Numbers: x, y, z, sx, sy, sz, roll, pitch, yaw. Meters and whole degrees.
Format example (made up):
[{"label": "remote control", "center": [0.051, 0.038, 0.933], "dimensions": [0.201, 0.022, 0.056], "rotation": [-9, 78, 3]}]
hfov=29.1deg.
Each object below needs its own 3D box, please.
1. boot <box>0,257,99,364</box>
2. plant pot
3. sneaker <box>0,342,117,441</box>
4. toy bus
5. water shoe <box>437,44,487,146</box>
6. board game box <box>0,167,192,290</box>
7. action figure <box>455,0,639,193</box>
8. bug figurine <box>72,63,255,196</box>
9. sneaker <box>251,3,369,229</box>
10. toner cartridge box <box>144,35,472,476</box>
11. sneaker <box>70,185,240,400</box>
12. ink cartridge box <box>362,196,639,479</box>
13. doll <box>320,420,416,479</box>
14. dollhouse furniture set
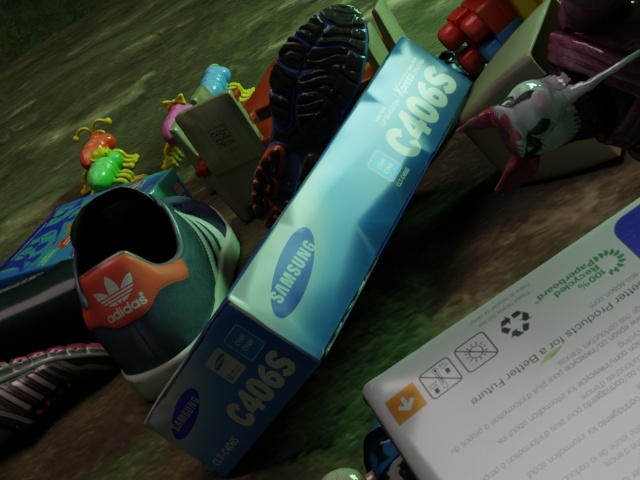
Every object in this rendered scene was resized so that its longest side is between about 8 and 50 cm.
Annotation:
[{"label": "boot", "center": [-0.318, 0.097, 1.247], "dimensions": [0.207, 0.094, 0.246], "rotation": [-22, -2, -15]}, {"label": "plant pot", "center": [0.173, -0.109, 0.986], "dimensions": [0.096, 0.109, 0.109], "rotation": [-33, 19, 37]}, {"label": "sneaker", "center": [-0.262, 0.141, 1.120], "dimensions": [0.170, 0.074, 0.063], "rotation": [-16, 0, -16]}, {"label": "toy bus", "center": [0.186, -0.263, 1.139], "dimensions": [0.211, 0.220, 0.149], "rotation": [-38, 19, 5]}, {"label": "water shoe", "center": [0.102, -0.148, 1.182], "dimensions": [0.073, 0.080, 0.203], "rotation": [-13, 30, 38]}, {"label": "board game box", "center": [-0.268, 0.001, 1.425], "dimensions": [0.210, 0.047, 0.160], "rotation": [-14, 29, 38]}, {"label": "action figure", "center": [0.252, -0.149, 0.765], "dimensions": [0.370, 0.248, 0.275], "rotation": [-23, 24, 18]}, {"label": "bug figurine", "center": [-0.223, -0.140, 1.621], "dimensions": [0.279, 0.072, 0.216], "rotation": [-28, 23, 13]}, {"label": "sneaker", "center": [-0.008, -0.117, 1.153], "dimensions": [0.087, 0.083, 0.221], "rotation": [-47, -21, -67]}, {"label": "toner cartridge box", "center": [0.000, 0.000, 0.938], "dimensions": [0.165, 0.075, 0.348], "rotation": [-56, 2, 44]}, {"label": "sneaker", "center": [-0.161, 0.001, 1.145], "dimensions": [0.131, 0.148, 0.350], "rotation": [-33, 22, 3]}, {"label": "ink cartridge box", "center": [0.210, 0.088, 0.534], "dimensions": [0.304, 0.072, 0.307], "rotation": [-33, 43, -1]}, {"label": "doll", "center": [0.076, 0.110, 0.735], "dimensions": [0.189, 0.046, 0.129], "rotation": [-38, 31, 4]}, {"label": "dollhouse furniture set", "center": [-0.050, -0.150, 1.319], "dimensions": [0.262, 0.135, 0.259], "rotation": [-22, 25, 27]}]
